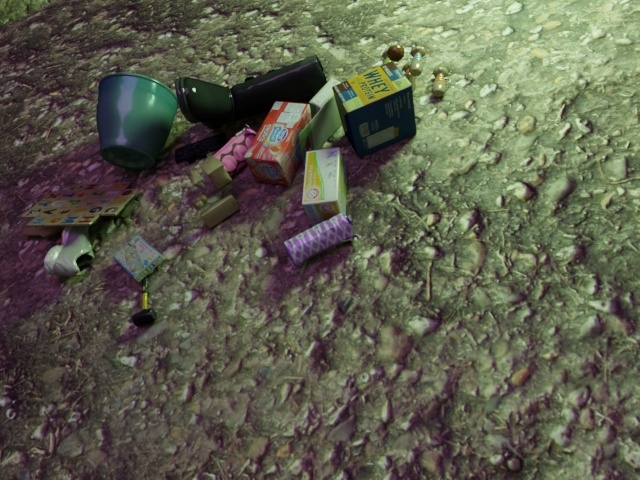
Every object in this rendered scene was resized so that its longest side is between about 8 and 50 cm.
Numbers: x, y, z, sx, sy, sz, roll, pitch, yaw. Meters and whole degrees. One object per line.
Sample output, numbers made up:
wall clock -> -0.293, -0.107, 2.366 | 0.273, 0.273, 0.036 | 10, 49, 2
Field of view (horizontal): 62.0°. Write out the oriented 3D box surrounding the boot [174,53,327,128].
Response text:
boot -> -0.205, -0.494, 1.737 | 0.446, 0.367, 0.146 | -11, 95, 8

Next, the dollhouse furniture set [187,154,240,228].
dollhouse furniture set -> -0.340, -0.154, 1.663 | 0.144, 0.151, 0.123 | -35, 33, -9

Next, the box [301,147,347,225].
box -> 0.015, -0.157, 1.560 | 0.103, 0.114, 0.203 | -6, 56, 13

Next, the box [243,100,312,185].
box -> -0.122, -0.311, 1.703 | 0.128, 0.122, 0.256 | 10, 60, 23

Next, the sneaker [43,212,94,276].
sneaker -> -0.768, 0.018, 1.701 | 0.121, 0.099, 0.262 | 15, 49, -5

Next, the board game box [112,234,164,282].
board game box -> -0.556, 0.053, 1.625 | 0.103, 0.026, 0.154 | -45, 48, -16

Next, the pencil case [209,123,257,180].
pencil case -> -0.288, -0.281, 1.748 | 0.095, 0.098, 0.209 | 32, 70, 32

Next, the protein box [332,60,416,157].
protein box -> 0.169, -0.397, 1.627 | 0.201, 0.199, 0.135 | -24, 54, -1

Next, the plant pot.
plant pot -> -0.648, -0.393, 1.849 | 0.272, 0.271, 0.255 | -2, 71, 15

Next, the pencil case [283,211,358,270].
pencil case -> 0.000, 0.000, 1.478 | 0.206, 0.086, 0.088 | -26, 76, -1

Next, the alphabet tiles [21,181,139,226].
alphabet tiles -> -0.792, -0.124, 1.766 | 0.343, 0.011, 0.285 | -1, 32, 12

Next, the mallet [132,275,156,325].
mallet -> -0.501, 0.160, 1.545 | 0.063, 0.039, 0.189 | -14, 49, 9

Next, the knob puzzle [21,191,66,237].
knob puzzle -> -0.909, -0.085, 1.838 | 0.213, 0.030, 0.213 | -8, 53, 11

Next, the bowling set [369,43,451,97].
bowling set -> 0.279, -0.580, 1.732 | 0.287, 0.199, 0.154 | 4, 56, 14

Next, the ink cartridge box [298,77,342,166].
ink cartridge box -> -0.007, -0.369, 1.678 | 0.056, 0.171, 0.235 | 33, 70, 20

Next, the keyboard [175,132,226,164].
keyboard -> -0.421, -0.325, 1.857 | 0.192, 0.038, 0.100 | -19, 53, 4
